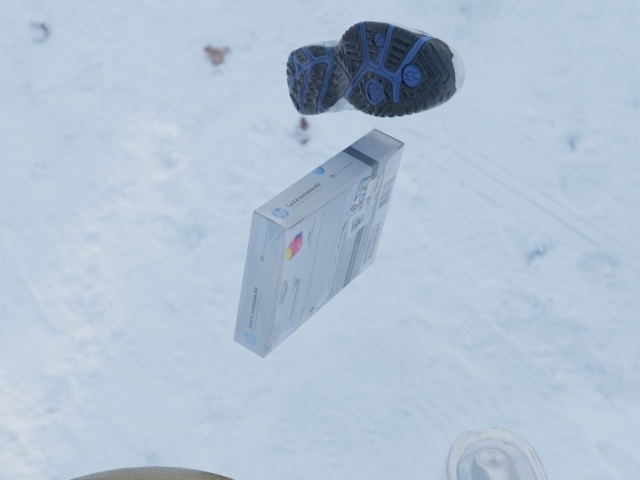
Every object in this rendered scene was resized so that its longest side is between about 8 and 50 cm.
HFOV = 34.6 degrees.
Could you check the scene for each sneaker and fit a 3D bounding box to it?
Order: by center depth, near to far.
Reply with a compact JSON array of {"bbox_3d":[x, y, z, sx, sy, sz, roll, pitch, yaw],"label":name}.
[{"bbox_3d":[0.054,-0.146,0.861,0.211,0.081,0.080,15,114,56],"label":"sneaker"}]

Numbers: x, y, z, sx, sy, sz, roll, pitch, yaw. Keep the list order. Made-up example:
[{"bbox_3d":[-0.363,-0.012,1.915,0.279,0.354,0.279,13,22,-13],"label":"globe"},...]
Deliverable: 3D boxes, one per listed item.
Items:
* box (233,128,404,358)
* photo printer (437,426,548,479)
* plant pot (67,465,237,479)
[{"bbox_3d":[0.000,0.000,0.910,0.038,0.145,0.186,28,41,20],"label":"box"},{"bbox_3d":[0.182,0.347,0.952,0.107,0.256,0.307,-10,41,-2],"label":"photo printer"},{"bbox_3d":[-0.062,0.205,0.383,0.032,0.236,0.236,-21,49,61],"label":"plant pot"}]
